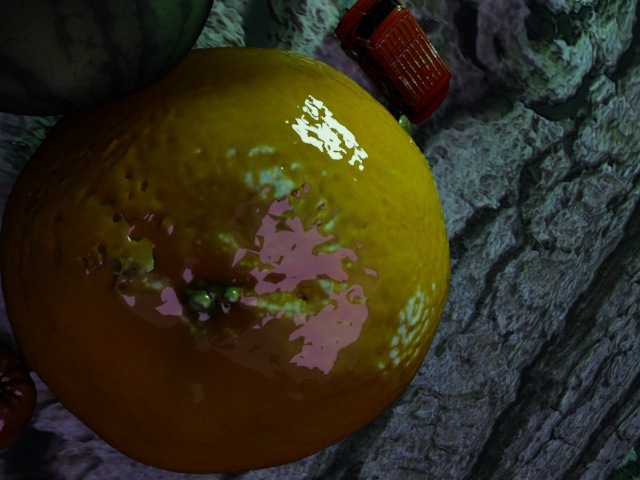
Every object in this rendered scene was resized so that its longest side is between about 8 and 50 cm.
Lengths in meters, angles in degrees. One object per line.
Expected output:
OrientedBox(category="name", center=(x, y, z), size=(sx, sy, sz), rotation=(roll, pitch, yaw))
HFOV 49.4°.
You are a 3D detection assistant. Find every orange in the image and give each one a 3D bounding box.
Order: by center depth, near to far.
OrientedBox(category="orange", center=(-0.083, 0.019, 0.665), size=(0.423, 0.326, 0.424), rotation=(0, 93, -4))

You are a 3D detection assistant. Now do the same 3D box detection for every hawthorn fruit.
OrientedBox(category="hawthorn fruit", center=(-0.384, 0.174, 0.764), size=(0.125, 0.140, 0.125), rotation=(-1, 91, -49))

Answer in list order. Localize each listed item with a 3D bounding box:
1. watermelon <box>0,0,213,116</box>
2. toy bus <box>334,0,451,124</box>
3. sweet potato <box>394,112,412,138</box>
OrientedBox(category="watermelon", center=(-0.214, -0.262, 0.459), size=(0.278, 0.279, 0.360), rotation=(-22, 104, -22))
OrientedBox(category="toy bus", center=(0.105, -0.214, 0.857), size=(0.081, 0.089, 0.195), rotation=(-48, 135, 2))
OrientedBox(category="sweet potato", center=(0.000, 0.000, 0.898), size=(0.369, 0.158, 0.158), rotation=(-40, 135, 4))
